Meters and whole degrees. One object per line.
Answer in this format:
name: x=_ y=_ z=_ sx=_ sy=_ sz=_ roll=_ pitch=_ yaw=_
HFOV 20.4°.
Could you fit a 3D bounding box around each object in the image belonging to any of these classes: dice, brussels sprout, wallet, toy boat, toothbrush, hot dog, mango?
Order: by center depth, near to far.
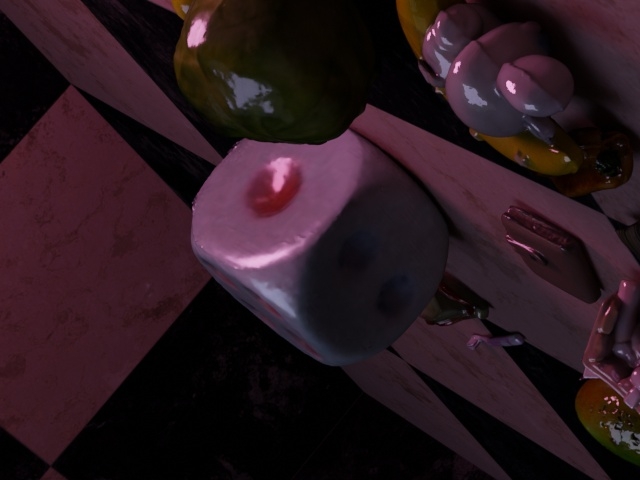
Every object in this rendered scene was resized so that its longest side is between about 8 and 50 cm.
hot dog: x=0.261 y=-0.081 z=1.756 sx=0.072 sy=0.055 sz=0.188 roll=38 pitch=171 yaw=-7
brussels sprout: x=-0.040 y=-0.200 z=1.946 sx=0.219 sy=0.210 sz=0.271 roll=9 pitch=167 yaw=28
wallet: x=0.283 y=0.019 z=2.191 sx=0.118 sy=0.039 sz=0.153 roll=31 pitch=169 yaw=34
mango: x=0.451 y=0.256 z=2.418 sx=0.233 sy=0.111 sz=0.125 roll=33 pitch=173 yaw=32
dice: x=0.000 y=0.000 z=2.512 sx=0.268 sy=0.265 sz=0.262 roll=29 pitch=166 yaw=46
toy boat: x=0.188 y=0.091 z=2.809 sx=0.185 sy=0.071 sz=0.089 roll=28 pitch=122 yaw=53
toothbrush: x=0.284 y=0.166 z=2.911 sx=0.020 sy=0.025 sz=0.286 roll=41 pitch=170 yaw=-5

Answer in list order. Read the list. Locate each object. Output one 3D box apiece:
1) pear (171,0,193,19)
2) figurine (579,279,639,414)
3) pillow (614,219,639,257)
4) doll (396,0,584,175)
pear: x=-0.141 y=-0.310 z=2.196 sx=0.092 sy=0.092 sz=0.097 roll=155 pitch=107 yaw=-80
figurine: x=0.422 y=0.153 z=2.049 sx=0.237 sy=0.141 sz=0.162 roll=33 pitch=-163 yaw=26
pillow: x=0.372 y=0.011 z=1.805 sx=0.113 sy=0.038 sz=0.203 roll=38 pitch=172 yaw=-3
doll: x=0.164 y=-0.155 z=1.646 sx=0.237 sy=0.111 sz=0.252 roll=53 pitch=177 yaw=26
